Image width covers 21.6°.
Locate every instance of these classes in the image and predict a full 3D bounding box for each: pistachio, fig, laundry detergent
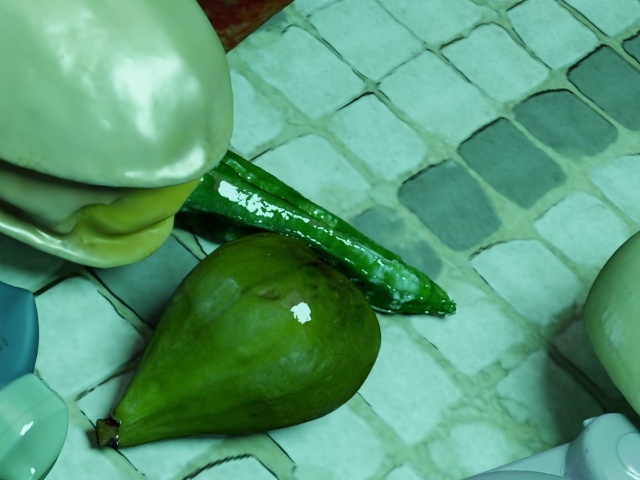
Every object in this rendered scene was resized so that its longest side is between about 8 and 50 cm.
[{"bbox_3d":[-0.205,-0.119,1.105,0.309,0.230,0.230,40,47,2],"label":"pistachio"},{"bbox_3d":[-0.052,0.072,1.081,0.185,0.126,0.133,-31,82,-43],"label":"fig"},{"bbox_3d":[-0.264,0.045,1.037,0.290,0.094,0.143,43,43,10],"label":"laundry detergent"}]

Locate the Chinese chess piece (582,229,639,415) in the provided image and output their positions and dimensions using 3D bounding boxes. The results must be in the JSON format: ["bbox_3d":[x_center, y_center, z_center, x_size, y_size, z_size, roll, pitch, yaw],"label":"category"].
[{"bbox_3d":[0.302,0.099,1.152,0.273,0.102,0.273,36,18,-14],"label":"Chinese chess piece"}]

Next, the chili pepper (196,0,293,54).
[{"bbox_3d":[-0.060,-0.271,1.280,0.229,0.305,0.251,2,63,-32],"label":"chili pepper"}]

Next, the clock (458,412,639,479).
[{"bbox_3d":[0.156,0.280,1.000,0.295,0.113,0.322,-13,59,-32],"label":"clock"}]

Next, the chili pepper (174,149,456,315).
[{"bbox_3d":[0.000,0.000,1.213,0.227,0.059,0.088,27,20,-10],"label":"chili pepper"}]
